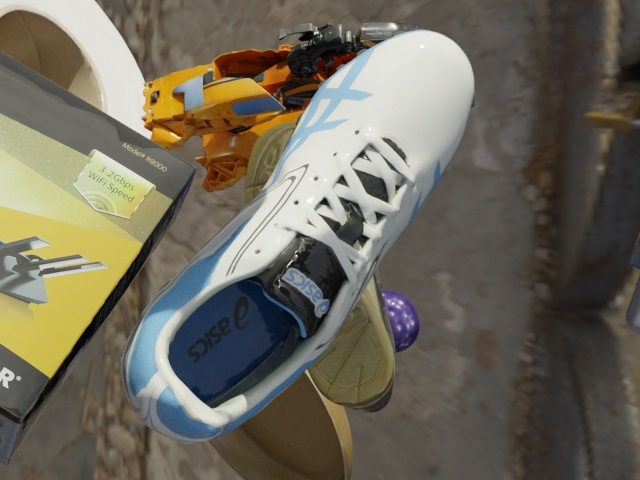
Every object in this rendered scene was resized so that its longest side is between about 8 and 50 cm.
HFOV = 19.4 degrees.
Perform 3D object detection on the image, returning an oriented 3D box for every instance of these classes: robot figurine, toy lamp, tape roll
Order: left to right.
[{"bbox_3d":[-0.287,-0.132,1.748,0.100,0.286,0.286,-29,95,32],"label":"tape roll"},{"bbox_3d":[-0.003,-0.120,1.711,0.291,0.211,0.085,-9,67,24],"label":"robot figurine"},{"bbox_3d":[0.013,0.116,1.879,0.080,0.275,0.080,6,104,24],"label":"toy lamp"}]

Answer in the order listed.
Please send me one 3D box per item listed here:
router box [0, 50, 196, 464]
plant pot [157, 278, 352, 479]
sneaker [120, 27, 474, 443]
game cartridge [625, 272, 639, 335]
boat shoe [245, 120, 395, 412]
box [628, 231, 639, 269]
[{"bbox_3d":[-0.278,-0.027,1.295,0.309,0.081,0.243,30,55,1],"label":"router box"},{"bbox_3d":[-0.051,0.125,1.569,0.032,0.236,0.236,-34,95,-29],"label":"plant pot"},{"bbox_3d":[0.000,0.000,0.883,0.085,0.086,0.237,43,79,-26],"label":"sneaker"},{"bbox_3d":[0.257,-0.010,0.593,0.294,0.060,0.196,22,97,30],"label":"game cartridge"},{"bbox_3d":[0.002,0.023,1.348,0.080,0.073,0.223,-19,67,1],"label":"boat shoe"},{"bbox_3d":[0.440,-0.040,1.890,0.183,0.059,0.232,24,123,7],"label":"box"}]
